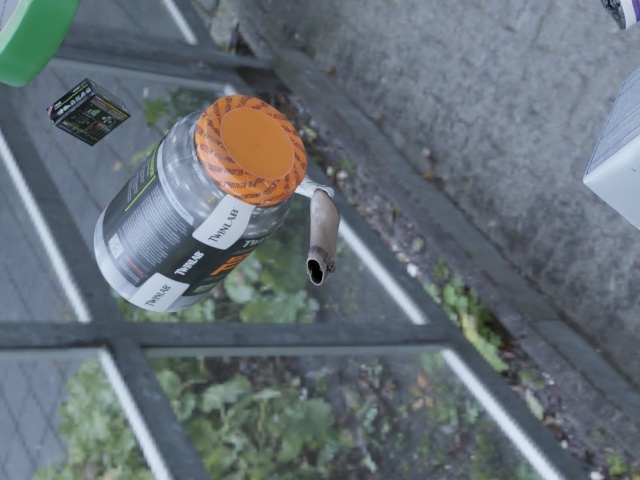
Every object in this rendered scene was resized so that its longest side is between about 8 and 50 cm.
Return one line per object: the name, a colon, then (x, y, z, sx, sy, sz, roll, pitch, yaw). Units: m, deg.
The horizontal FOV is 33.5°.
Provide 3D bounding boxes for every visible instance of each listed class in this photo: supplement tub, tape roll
supplement tub: (-0.099, -0.029, 0.872, 0.190, 0.117, 0.117, -41, 55, 44)
tape roll: (-0.481, -0.415, 1.746, 0.321, 0.077, 0.321, -29, 52, 44)

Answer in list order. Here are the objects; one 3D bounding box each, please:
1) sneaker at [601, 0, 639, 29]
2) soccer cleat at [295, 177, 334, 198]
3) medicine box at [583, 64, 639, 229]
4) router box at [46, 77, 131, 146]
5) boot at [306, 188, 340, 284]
sneaker: (0.439, -0.365, 1.438, 0.124, 0.107, 0.283, -19, 26, 13)
soccer cleat: (-0.018, -0.086, 1.760, 0.035, 0.083, 0.029, -55, -18, -74)
medicine box: (0.507, -0.178, 1.365, 0.263, 0.149, 0.289, -45, 8, 46)
router box: (-0.395, -0.218, 1.813, 0.092, 0.122, 0.038, -35, 68, 9)
boot: (0.000, 0.000, 1.484, 0.042, 0.087, 0.118, 0, 130, 20)
